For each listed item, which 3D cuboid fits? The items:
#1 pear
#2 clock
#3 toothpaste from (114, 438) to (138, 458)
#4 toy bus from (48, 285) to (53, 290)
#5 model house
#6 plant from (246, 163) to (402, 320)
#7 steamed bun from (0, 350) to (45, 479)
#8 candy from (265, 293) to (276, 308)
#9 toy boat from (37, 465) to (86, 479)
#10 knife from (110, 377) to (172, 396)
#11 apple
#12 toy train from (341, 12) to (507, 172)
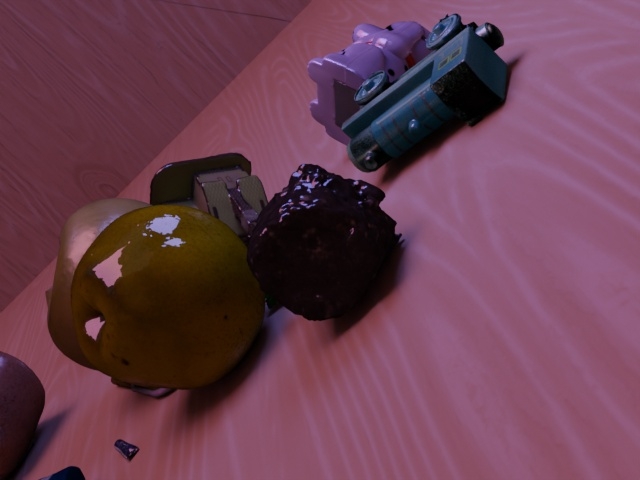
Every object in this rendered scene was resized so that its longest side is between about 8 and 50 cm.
[{"bbox_3d":[-0.220,0.085,1.782,0.294,0.294,0.294,-41,17,16],"label":"pear"},{"bbox_3d":[0.110,-0.303,2.100,0.254,0.189,0.189,-49,15,-32],"label":"clock"},{"bbox_3d":[-0.308,0.327,1.873,0.027,0.019,0.083,-34,15,-21],"label":"toothpaste"},{"bbox_3d":[-0.459,0.105,2.533,0.143,0.153,0.329,-51,18,-20],"label":"toy bus"},{"bbox_3d":[-0.168,0.008,2.131,0.204,0.218,0.279,-13,40,-26],"label":"model house"},{"bbox_3d":[0.000,0.000,1.618,0.204,0.178,0.234,-54,3,15],"label":"plant"},{"bbox_3d":[-0.657,0.375,2.334,0.301,0.199,0.252,-42,32,44],"label":"steamed bun"},{"bbox_3d":[-0.034,-0.001,1.874,0.141,0.078,0.203,-37,13,28],"label":"candy"},{"bbox_3d":[-0.379,0.395,1.761,0.061,0.096,0.299,-37,13,-5],"label":"toy boat"},{"bbox_3d":[-0.303,0.236,2.061,0.061,0.027,0.343,-47,16,-18],"label":"knife"},{"bbox_3d":[-0.328,0.098,2.014,0.233,0.257,0.295,-96,23,-45],"label":"apple"},{"bbox_3d":[0.158,-0.219,1.851,0.298,0.120,0.194,-35,24,33],"label":"toy train"}]
